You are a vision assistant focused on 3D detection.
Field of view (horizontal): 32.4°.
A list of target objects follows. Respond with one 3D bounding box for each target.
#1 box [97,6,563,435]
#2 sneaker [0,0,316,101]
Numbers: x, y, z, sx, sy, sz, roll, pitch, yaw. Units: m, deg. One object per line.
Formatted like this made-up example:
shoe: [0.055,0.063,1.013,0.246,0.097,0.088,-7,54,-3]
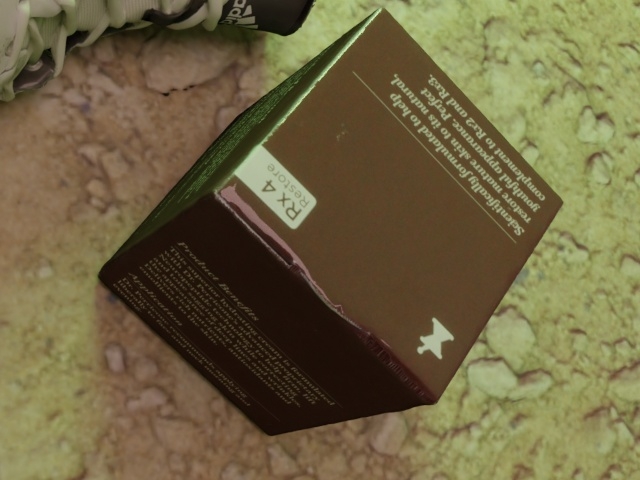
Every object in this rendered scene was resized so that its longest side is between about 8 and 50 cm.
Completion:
box: [0.000,0.000,0.686,0.168,0.203,0.167,46,59,-12]
sneaker: [-0.125,-0.167,0.681,0.257,0.169,0.447,29,62,-18]
